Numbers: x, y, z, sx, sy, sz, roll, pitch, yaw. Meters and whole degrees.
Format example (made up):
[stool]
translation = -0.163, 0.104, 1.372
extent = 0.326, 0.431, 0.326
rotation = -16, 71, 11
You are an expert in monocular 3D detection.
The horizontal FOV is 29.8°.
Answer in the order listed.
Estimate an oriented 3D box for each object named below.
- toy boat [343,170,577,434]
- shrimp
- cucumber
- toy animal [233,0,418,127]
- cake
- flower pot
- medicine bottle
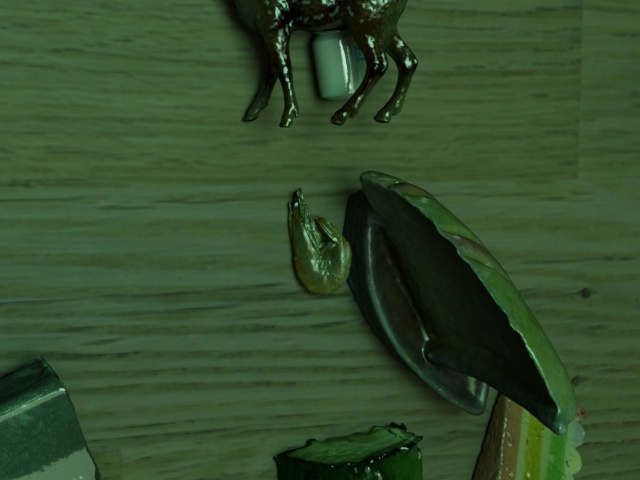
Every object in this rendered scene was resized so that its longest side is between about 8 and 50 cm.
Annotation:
[toy boat]
translation = 0.123, 0.047, 1.143
extent = 0.111, 0.293, 0.276
rotation = -31, 91, -18
[shrimp]
translation = 0.000, 0.000, 1.190
extent = 0.059, 0.023, 0.108
rotation = -6, 98, 11
[cucumber]
translation = 0.040, 0.357, 1.212
extent = 0.145, 0.105, 0.326
rotation = -6, 100, -23
[toy animal]
translation = -0.029, -0.236, 1.112
extent = 0.243, 0.087, 0.260
rotation = -2, 103, -4
[cake]
translation = 0.225, 0.272, 1.288
extent = 0.109, 0.090, 0.225
rotation = 18, 87, -20
[flower pot]
translation = -0.250, 0.228, 1.072
extent = 0.108, 0.103, 0.229
rotation = -23, 105, -19
[medicine bottle]
translation = 0.019, -0.183, 1.173
extent = 0.052, 0.052, 0.089
rotation = -13, 100, -21
